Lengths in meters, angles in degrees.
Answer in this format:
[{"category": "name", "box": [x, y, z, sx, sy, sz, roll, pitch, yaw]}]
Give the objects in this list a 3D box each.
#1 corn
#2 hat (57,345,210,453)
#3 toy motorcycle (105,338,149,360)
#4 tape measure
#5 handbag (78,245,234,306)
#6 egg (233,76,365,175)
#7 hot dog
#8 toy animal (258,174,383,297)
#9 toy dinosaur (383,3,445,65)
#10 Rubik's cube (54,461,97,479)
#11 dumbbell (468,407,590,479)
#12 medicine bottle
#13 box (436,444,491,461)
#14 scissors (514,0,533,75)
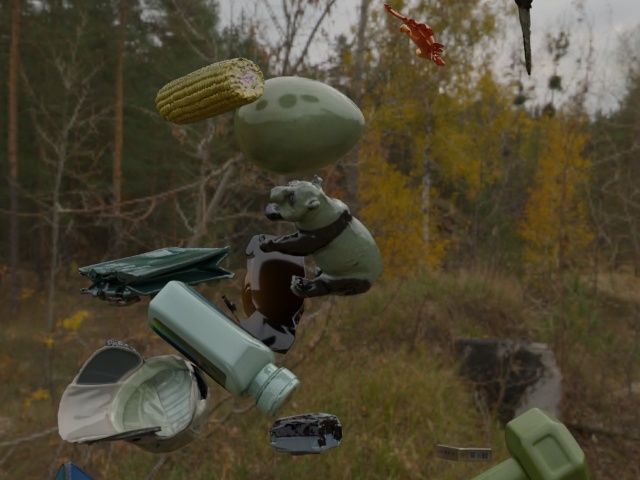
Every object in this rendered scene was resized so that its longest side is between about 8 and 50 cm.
[{"category": "corn", "box": [-0.189, -0.241, 1.140, 0.081, 0.081, 0.248, -1, -1, -41]}, {"category": "hat", "box": [-0.344, 0.318, 1.293, 0.275, 0.161, 0.232, -7, 32, -22]}, {"category": "toy motorcycle", "box": [-0.416, 0.320, 1.574, 0.173, 0.108, 0.307, 48, -4, -23]}, {"category": "tape measure", "box": [-0.036, 0.513, 1.834, 0.182, 0.107, 0.181, -12, -15, 29]}, {"category": "handbag", "box": [-0.366, 0.084, 1.568, 0.268, 0.100, 0.274, -1, 10, 41]}, {"category": "egg", "box": [-0.047, -0.257, 1.553, 0.295, 0.218, 0.218, -7, 3, -7]}, {"category": "hot dog", "box": [-0.126, 0.146, 1.676, 0.194, 0.326, 0.107, 10, -41, 7]}, {"category": "toy animal", "box": [0.000, 0.000, 0.908, 0.121, 0.094, 0.225, -17, -49, 23]}, {"category": "toy dinosaur", "box": [0.282, -0.563, 1.927, 0.288, 0.070, 0.117, 34, 8, -45]}, {"category": "Rubik's cube", "box": [-0.275, 0.430, 0.977, 0.234, 0.250, 0.284, 11, -5, -35]}, {"category": "dumbbell", "box": [0.198, 0.336, 0.898, 0.302, 0.121, 0.108, -31, -22, -1]}, {"category": "medicine bottle", "box": [-0.135, 0.156, 0.983, 0.229, 0.083, 0.121, 34, -22, 15]}, {"category": "box", "box": [0.247, 0.366, 1.195, 0.083, 0.024, 0.053, 10, -12, -33]}, {"category": "scissors", "box": [0.382, -0.429, 1.307, 0.022, 0.300, 0.109, -30, 48, -6]}]
